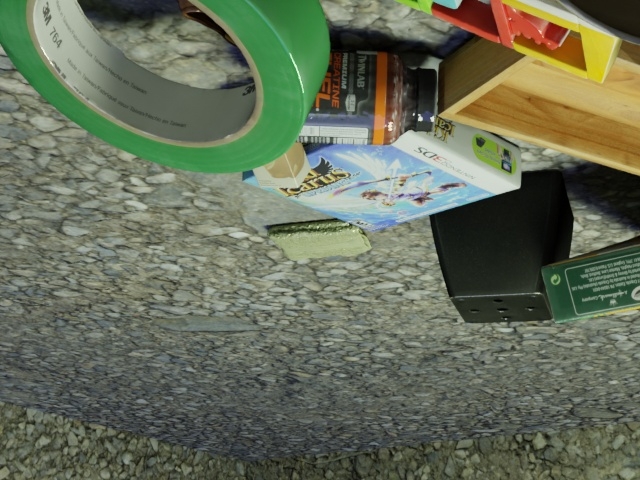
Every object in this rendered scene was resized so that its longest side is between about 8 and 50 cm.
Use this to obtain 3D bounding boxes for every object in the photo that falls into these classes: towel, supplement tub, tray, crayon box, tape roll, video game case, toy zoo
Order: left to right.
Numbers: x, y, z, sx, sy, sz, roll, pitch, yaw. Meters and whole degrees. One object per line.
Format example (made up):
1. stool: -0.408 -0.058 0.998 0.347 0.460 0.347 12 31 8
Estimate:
1. tape roll: -0.152 -0.194 1.119 0.321 0.077 0.321 16 149 10
2. towel: 0.000 0.000 1.839 0.148 0.027 0.110 -4 158 18
3. supplement tub: 0.027 -0.158 1.302 0.197 0.106 0.106 2 160 1
4. video game case: 0.077 -0.096 1.524 0.244 0.061 0.269 22 153 -39
5. toy zoo: 0.150 -0.224 1.012 0.293 0.030 0.192 28 170 24
6. tray: 0.357 -0.156 1.311 0.411 0.076 0.203 12 157 -26
7. crayon box: 0.469 0.030 1.597 0.203 0.083 0.323 -16 179 41

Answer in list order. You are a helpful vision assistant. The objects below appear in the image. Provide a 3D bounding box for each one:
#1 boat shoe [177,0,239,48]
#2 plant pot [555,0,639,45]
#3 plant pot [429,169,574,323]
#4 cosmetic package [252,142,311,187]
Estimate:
1. boat shoe: -0.077 -0.221 1.205 0.064 0.060 0.178 -16 152 41
2. plant pot: 0.227 -0.277 0.789 0.284 0.284 0.191 5 -165 -6
3. plant pot: 0.253 0.019 1.661 0.188 0.167 0.187 -3 158 17
4. cosmetic package: -0.060 -0.120 1.421 0.060 0.041 0.115 1 131 31
